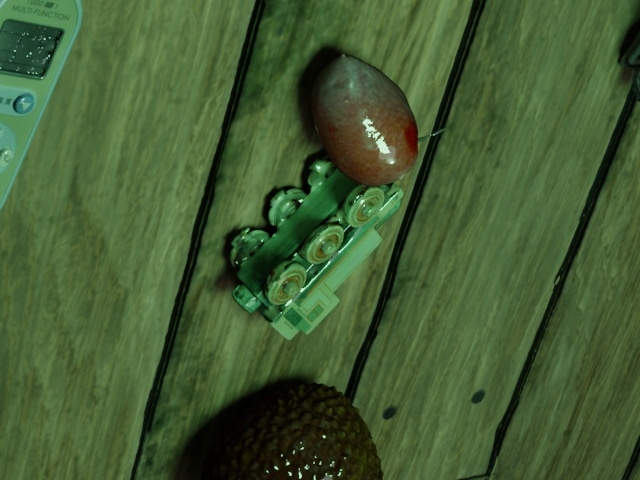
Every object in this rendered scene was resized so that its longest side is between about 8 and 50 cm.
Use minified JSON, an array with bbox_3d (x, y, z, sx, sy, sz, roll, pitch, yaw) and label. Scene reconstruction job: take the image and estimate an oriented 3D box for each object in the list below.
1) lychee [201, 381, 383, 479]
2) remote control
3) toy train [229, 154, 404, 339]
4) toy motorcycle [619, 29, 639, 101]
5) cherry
[{"bbox_3d":[-0.028,0.239,1.961,0.194,0.194,0.194,-22,135,-23],"label":"lychee"},{"bbox_3d":[-0.264,-0.111,1.576,0.087,0.047,0.244,9,118,-39],"label":"remote control"},{"bbox_3d":[0.000,0.000,1.862,0.194,0.081,0.125,-45,150,-2],"label":"toy train"},{"bbox_3d":[0.354,-0.233,1.932,0.080,0.122,0.215,5,134,-29],"label":"toy motorcycle"},{"bbox_3d":[0.039,-0.108,1.785,0.087,0.106,0.126,-38,103,19],"label":"cherry"}]
